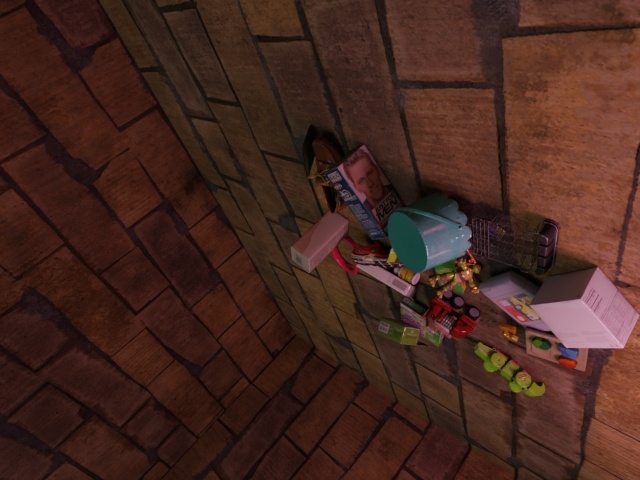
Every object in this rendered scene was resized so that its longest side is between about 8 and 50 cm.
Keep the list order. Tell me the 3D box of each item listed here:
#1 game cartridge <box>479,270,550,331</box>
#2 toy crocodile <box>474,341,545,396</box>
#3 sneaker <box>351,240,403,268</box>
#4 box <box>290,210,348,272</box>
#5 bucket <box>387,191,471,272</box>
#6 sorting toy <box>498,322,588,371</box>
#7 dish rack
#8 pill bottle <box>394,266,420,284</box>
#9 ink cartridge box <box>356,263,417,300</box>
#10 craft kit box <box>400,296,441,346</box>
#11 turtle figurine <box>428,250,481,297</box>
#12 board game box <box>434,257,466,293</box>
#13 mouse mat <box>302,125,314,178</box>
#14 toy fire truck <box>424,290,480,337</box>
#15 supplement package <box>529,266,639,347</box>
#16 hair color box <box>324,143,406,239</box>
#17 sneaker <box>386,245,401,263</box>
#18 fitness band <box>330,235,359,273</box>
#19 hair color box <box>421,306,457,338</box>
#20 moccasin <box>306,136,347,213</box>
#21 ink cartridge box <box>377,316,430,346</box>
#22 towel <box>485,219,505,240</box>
[{"bbox_3d":[0.764,0.234,1.535,0.294,0.060,0.196,39,151,-1],"label":"game cartridge"},{"bbox_3d":[0.870,0.596,1.916,0.341,0.105,0.115,39,155,26],"label":"toy crocodile"},{"bbox_3d":[0.284,0.061,1.999,0.279,0.118,0.107,8,159,24],"label":"sneaker"},{"bbox_3d":[0.000,0.000,2.097,0.121,0.311,0.148,36,153,20],"label":"box"},{"bbox_3d":[0.387,-0.026,1.512,0.281,0.183,0.281,54,157,36],"label":"bucket"},{"bbox_3d":[0.866,0.419,1.619,0.307,0.041,0.229,13,149,37],"label":"sorting toy"},{"bbox_3d":[0.635,0.003,1.384,0.272,0.074,0.208,20,144,38],"label":"dish rack"},{"bbox_3d":[0.415,0.161,1.988,0.116,0.065,0.065,27,150,35],"label":"pill bottle"},{"bbox_3d":[0.355,0.200,2.127,0.296,0.066,0.261,31,-179,28],"label":"ink cartridge box"},{"bbox_3d":[0.542,0.434,2.202,0.250,0.061,0.246,31,159,29],"label":"craft kit box"},{"bbox_3d":[0.548,0.132,1.646,0.217,0.087,0.269,-27,129,19],"label":"turtle figurine"},{"bbox_3d":[0.545,0.120,1.759,0.124,0.039,0.259,19,142,43],"label":"board game box"},{"bbox_3d":[-0.052,-0.385,1.806,0.007,0.152,0.189,7,144,10],"label":"mouse mat"},{"bbox_3d":[0.564,0.357,1.836,0.217,0.246,0.158,38,154,18],"label":"toy fire truck"},{"bbox_3d":[0.836,0.220,1.319,0.203,0.149,0.194,48,155,-4],"label":"supplement package"},{"bbox_3d":[0.193,-0.191,1.670,0.347,0.174,0.105,52,154,-14],"label":"hair color box"},{"bbox_3d":[0.379,0.006,1.792,0.121,0.111,0.299,17,147,5],"label":"sneaker"},{"bbox_3d":[0.136,0.069,2.308,0.209,0.054,0.290,30,150,37],"label":"fitness band"},{"bbox_3d":[0.595,0.389,2.022,0.167,0.093,0.053,38,154,16],"label":"hair color box"},{"bbox_3d":[0.034,-0.280,1.816,0.139,0.147,0.380,29,150,32],"label":"moccasin"},{"bbox_3d":[0.471,0.508,2.290,0.255,0.096,0.189,15,179,-37],"label":"ink cartridge box"},{"bbox_3d":[0.609,-0.036,1.453,0.083,0.009,0.060,36,154,19],"label":"towel"}]
